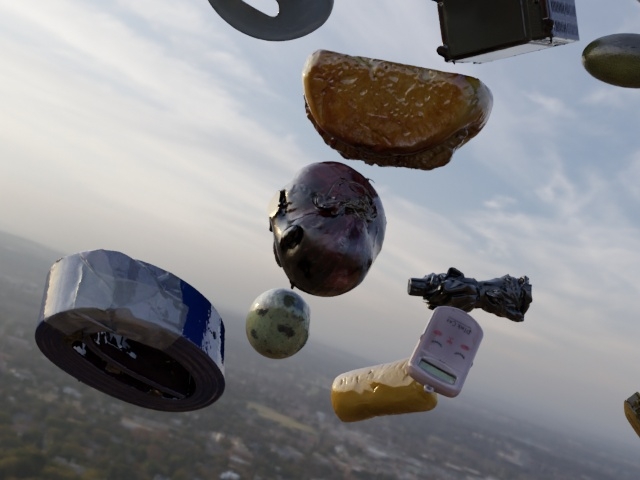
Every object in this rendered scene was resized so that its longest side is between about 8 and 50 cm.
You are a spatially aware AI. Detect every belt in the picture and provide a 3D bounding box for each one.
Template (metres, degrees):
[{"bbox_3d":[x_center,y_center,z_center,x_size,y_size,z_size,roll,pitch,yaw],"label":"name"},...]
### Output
[{"bbox_3d":[-0.282,0.154,1.208,0.212,0.117,0.347,-23,-43,22],"label":"belt"}]

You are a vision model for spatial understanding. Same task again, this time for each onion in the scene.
[{"bbox_3d":[0.013,-0.010,1.417,0.221,0.281,0.281,30,-10,-26],"label":"onion"}]

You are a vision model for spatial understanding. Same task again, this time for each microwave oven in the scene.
[{"bbox_3d":[0.373,-0.469,1.548,0.247,0.188,0.178,-4,10,37],"label":"microwave oven"}]

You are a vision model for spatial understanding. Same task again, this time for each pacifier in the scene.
[{"bbox_3d":[-0.049,-0.415,1.010,0.238,0.287,0.226,29,29,0],"label":"pacifier"}]

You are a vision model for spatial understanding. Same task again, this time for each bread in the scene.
[{"bbox_3d":[0.155,0.375,1.930,0.305,0.142,0.091,-19,-41,32],"label":"bread"}]

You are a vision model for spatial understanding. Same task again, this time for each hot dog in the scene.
[{"bbox_3d":[0.146,-0.263,1.620,0.405,0.223,0.185,16,13,19],"label":"hot dog"}]

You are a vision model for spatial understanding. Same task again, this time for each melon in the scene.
[{"bbox_3d":[0.558,-0.331,1.407,0.162,0.099,0.099,22,-2,36],"label":"melon"}]

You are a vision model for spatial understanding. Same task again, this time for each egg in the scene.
[{"bbox_3d":[-0.086,0.171,1.619,0.141,0.141,0.181,19,-40,0],"label":"egg"}]

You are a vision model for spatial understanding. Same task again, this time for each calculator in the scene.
[{"bbox_3d":[0.213,0.190,1.311,0.100,0.175,0.032,28,-35,6],"label":"calculator"}]

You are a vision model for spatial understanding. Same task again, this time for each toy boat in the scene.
[{"bbox_3d":[0.698,0.397,1.557,0.057,0.200,0.077,-23,-19,-33],"label":"toy boat"}]

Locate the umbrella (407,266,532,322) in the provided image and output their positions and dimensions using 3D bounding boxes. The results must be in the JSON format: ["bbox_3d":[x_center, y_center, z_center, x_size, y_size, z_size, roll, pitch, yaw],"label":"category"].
[{"bbox_3d":[0.321,0.111,1.650,0.272,0.110,0.122,8,25,-9],"label":"umbrella"}]

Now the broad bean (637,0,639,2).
[{"bbox_3d":[0.209,-0.226,0.550,0.297,0.060,0.043,19,33,-32],"label":"broad bean"}]
